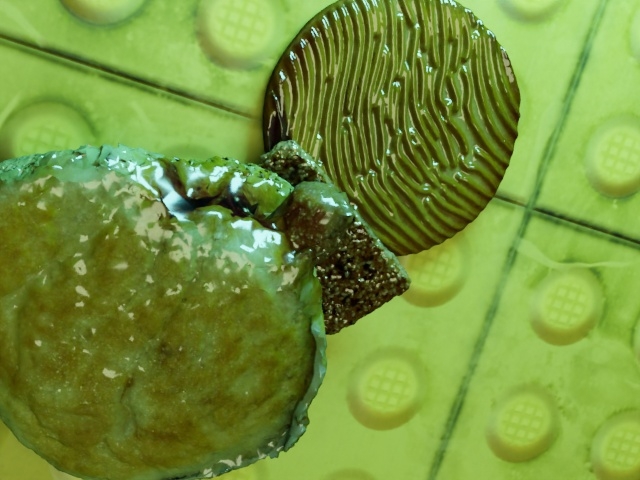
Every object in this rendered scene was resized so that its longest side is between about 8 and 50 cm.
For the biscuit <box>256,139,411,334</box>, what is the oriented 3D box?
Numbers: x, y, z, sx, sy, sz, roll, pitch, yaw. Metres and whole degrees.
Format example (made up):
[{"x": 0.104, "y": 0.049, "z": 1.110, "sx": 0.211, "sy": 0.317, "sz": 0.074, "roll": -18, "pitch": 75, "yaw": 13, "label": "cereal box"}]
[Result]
[{"x": -0.012, "y": 0.003, "z": 1.606, "sx": 0.131, "sy": 0.026, "sz": 0.237, "roll": -33, "pitch": 116, "yaw": 17, "label": "biscuit"}]

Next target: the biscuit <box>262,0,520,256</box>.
[{"x": 0.086, "y": -0.133, "z": 1.631, "sx": 0.318, "sy": 0.040, "sz": 0.318, "roll": -5, "pitch": 105, "yaw": -19, "label": "biscuit"}]

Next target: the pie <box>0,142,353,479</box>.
[{"x": -0.195, "y": 0.076, "z": 1.507, "sx": 0.418, "sy": 0.180, "sz": 0.395, "roll": 3, "pitch": 116, "yaw": -11, "label": "pie"}]
